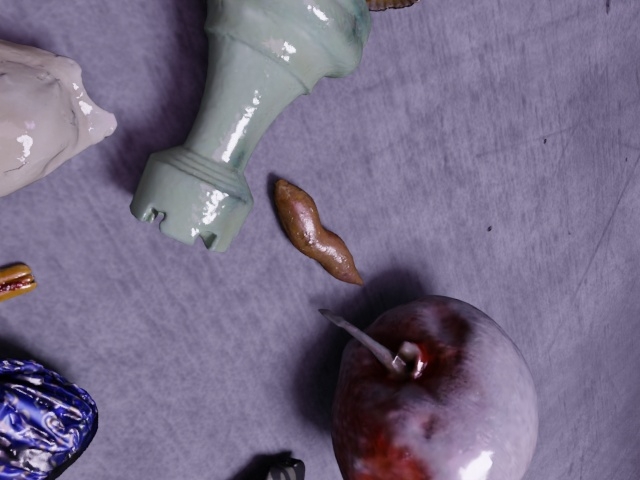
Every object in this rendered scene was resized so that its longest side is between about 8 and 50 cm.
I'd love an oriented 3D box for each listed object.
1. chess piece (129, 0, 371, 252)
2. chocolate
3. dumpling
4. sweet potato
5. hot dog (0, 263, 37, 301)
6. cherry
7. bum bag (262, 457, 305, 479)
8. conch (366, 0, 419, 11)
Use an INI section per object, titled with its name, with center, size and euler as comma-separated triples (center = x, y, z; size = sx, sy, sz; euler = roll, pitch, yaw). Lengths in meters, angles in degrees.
[chess piece]
center = -0.091, -0.143, 0.438
size = 0.195, 0.194, 0.299
euler = 23, 98, -31
[chocolate]
center = -0.346, 0.088, 0.344
size = 0.126, 0.149, 0.343
euler = -63, 141, -50
[dumpling]
center = -0.296, -0.110, 0.357
size = 0.199, 0.118, 0.136
euler = -26, 116, -28
[sweet potato]
center = -0.003, 0.002, 0.584
size = 0.065, 0.051, 0.218
euler = -46, 118, -16
[hot dog]
center = -0.347, 0.050, 0.419
size = 0.083, 0.021, 0.037
euler = -22, 110, -25
[cherry]
center = 0.175, 0.251, 0.622
size = 0.335, 0.291, 0.326
euler = 26, 77, -50
[bum bag]
center = -0.084, 0.511, 0.630
size = 0.144, 0.095, 0.340
euler = -10, 108, -43
[conch]
center = 0.098, -0.399, 0.500
size = 0.245, 0.163, 0.178
euler = -39, 103, 16
